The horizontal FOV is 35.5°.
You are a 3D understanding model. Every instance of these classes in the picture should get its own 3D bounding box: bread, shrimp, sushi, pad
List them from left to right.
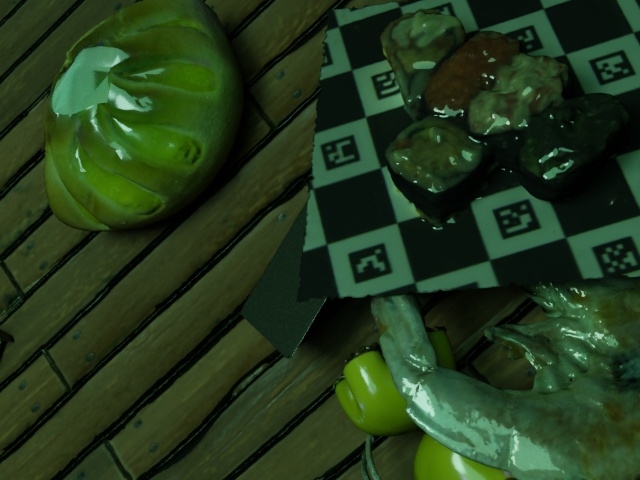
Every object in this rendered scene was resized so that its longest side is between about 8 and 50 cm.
[{"bbox_3d":[-0.167,-0.129,1.011,0.156,0.158,0.260,10,83,20],"label":"bread"},{"bbox_3d":[0.000,0.000,0.947,0.211,0.003,0.143,-58,27,0],"label":"pad"},{"bbox_3d":[0.139,-0.118,0.855,0.320,0.068,0.339,-3,57,14],"label":"sushi"},{"bbox_3d":[0.152,0.050,0.837,0.247,0.085,0.360,-22,59,-17],"label":"shrimp"}]

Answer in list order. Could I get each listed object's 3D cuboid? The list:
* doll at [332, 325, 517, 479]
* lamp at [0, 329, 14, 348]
[{"bbox_3d":[0.111,0.183,0.836,0.135,0.143,0.220,-18,64,-24],"label":"doll"},{"bbox_3d":[-0.439,0.236,1.064,0.089,0.090,0.325,16,82,25],"label":"lamp"}]
